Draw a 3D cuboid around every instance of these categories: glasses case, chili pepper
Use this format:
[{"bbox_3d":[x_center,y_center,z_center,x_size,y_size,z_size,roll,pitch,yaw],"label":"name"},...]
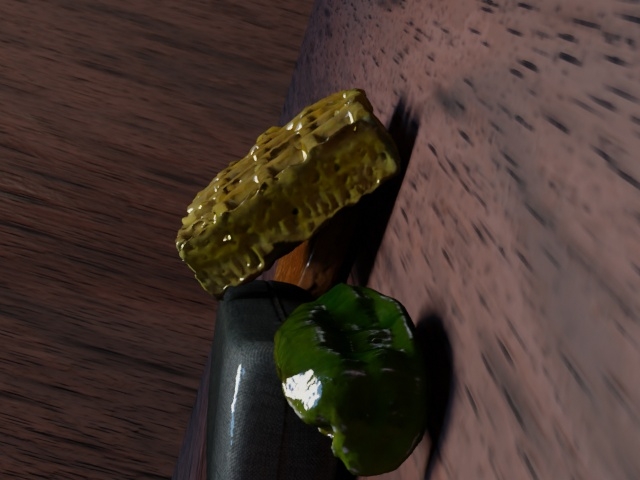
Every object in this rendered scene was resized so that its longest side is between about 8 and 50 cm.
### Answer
[{"bbox_3d":[-0.035,0.105,0.986,0.323,0.074,0.131,-130,48,-82],"label":"glasses case"},{"bbox_3d":[0.011,0.058,0.745,0.204,0.072,0.073,-132,56,-83],"label":"chili pepper"}]

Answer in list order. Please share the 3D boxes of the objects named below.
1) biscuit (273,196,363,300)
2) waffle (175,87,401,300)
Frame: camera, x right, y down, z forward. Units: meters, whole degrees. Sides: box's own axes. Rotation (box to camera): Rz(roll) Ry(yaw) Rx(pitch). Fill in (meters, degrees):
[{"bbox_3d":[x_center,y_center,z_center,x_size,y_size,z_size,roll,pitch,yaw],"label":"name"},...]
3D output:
[{"bbox_3d":[0.001,0.000,1.220,0.192,0.036,0.186,-83,13,-58],"label":"biscuit"},{"bbox_3d":[-0.021,-0.047,1.089,0.160,0.055,0.211,-35,11,8],"label":"waffle"}]
